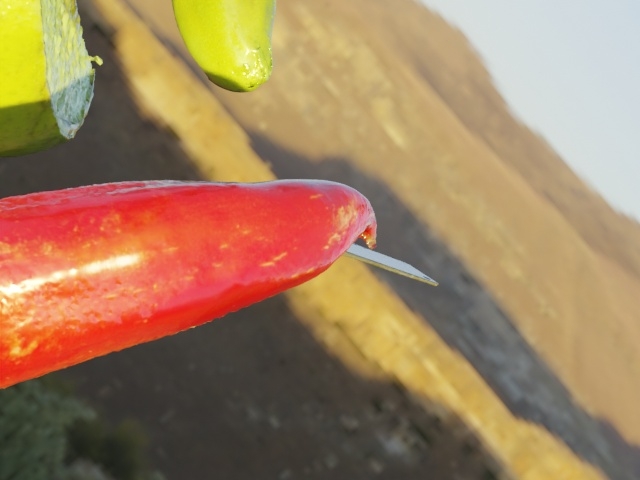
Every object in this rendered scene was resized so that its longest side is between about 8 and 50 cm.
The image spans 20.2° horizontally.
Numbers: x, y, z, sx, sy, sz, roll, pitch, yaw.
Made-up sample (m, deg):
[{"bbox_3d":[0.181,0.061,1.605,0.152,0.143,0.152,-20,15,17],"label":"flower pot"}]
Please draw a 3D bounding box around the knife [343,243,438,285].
[{"bbox_3d":[0.000,0.000,1.684,0.245,0.019,0.072,19,8,-33],"label":"knife"}]

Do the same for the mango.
[{"bbox_3d":[-0.080,-0.202,1.553,0.074,0.091,0.165,55,15,-58],"label":"mango"}]

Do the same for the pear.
[{"bbox_3d":[-0.295,-0.148,1.290,0.288,0.239,0.139,89,9,-62],"label":"pear"}]

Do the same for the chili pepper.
[{"bbox_3d":[-0.136,0.029,0.863,0.137,0.368,0.092,128,-47,-76],"label":"chili pepper"}]
